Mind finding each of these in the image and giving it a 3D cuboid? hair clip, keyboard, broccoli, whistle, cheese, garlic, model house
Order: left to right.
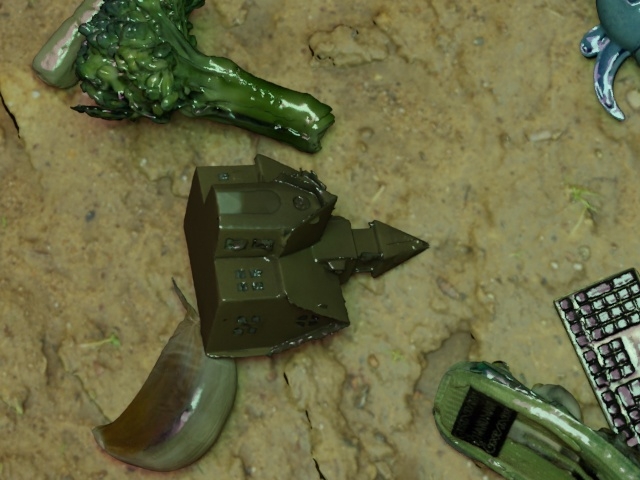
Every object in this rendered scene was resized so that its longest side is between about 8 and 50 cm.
[{"bbox_3d":[-0.248,-0.251,1.622,0.043,0.065,0.194,39,89,18],"label":"cheese"},{"bbox_3d":[-0.150,0.150,1.525,0.128,0.090,0.198,22,88,26],"label":"garlic"},{"bbox_3d":[-0.126,-0.176,1.518,0.275,0.198,0.177,23,90,13],"label":"broccoli"},{"bbox_3d":[0.000,0.000,1.494,0.248,0.176,0.181,-4,60,-17],"label":"model house"},{"bbox_3d":[0.262,0.222,1.424,0.321,0.138,0.091,38,55,21],"label":"hair clip"},{"bbox_3d":[0.338,0.187,1.467,0.106,0.027,0.317,-24,77,4],"label":"keyboard"},{"bbox_3d":[0.352,-0.223,1.513,0.180,0.093,0.269,-29,82,12],"label":"whistle"}]
